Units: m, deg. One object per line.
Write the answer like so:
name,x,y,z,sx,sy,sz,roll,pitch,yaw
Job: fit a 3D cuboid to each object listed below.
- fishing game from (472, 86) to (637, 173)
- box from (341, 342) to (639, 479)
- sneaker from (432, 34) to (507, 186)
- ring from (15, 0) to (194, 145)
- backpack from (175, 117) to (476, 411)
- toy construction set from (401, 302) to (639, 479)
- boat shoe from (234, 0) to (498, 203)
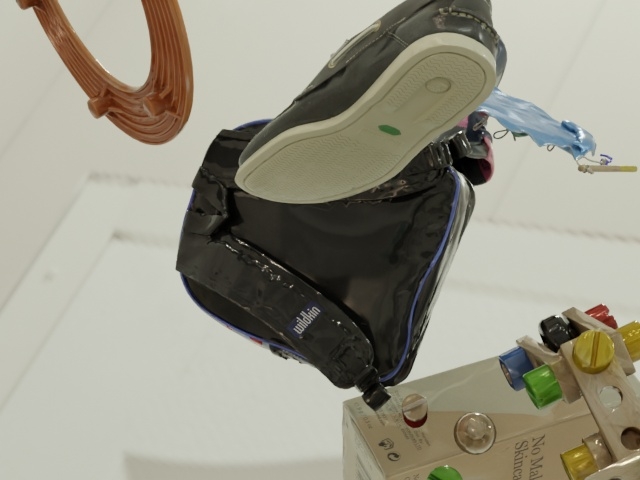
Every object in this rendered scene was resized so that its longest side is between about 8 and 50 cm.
fishing game,0.206,-0.126,1.756,0.264,0.041,0.189,32,18,24
box,0.187,0.218,1.781,0.121,0.311,0.148,-122,-158,-47
sneaker,0.162,-0.118,1.888,0.131,0.319,0.112,14,-33,32
ring,-0.224,-0.238,1.529,0.336,0.032,0.337,44,-28,31
backpack,0.000,0.000,1.638,0.263,0.277,0.213,20,-5,10
toy construction set,0.223,0.163,1.440,0.308,0.258,0.237,0,-11,5
boat shoe,0.029,-0.092,1.092,0.084,0.079,0.233,24,-39,-31
